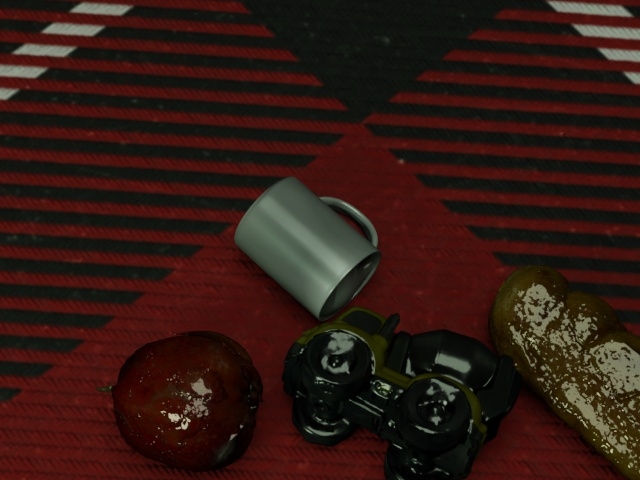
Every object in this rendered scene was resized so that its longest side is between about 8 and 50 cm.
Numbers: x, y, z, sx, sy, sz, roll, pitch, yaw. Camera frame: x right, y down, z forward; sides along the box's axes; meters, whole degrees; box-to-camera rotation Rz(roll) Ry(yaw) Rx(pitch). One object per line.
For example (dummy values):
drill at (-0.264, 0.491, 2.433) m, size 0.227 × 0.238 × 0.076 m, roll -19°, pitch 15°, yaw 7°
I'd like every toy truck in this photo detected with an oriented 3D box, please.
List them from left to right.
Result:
toy truck at (0.082, 0.145, 1.963) m, size 0.224 × 0.147 × 0.165 m, roll 27°, pitch 58°, yaw 12°

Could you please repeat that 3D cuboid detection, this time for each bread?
bread at (0.314, 0.162, 1.997) m, size 0.344 × 0.084 × 0.124 m, roll 43°, pitch 93°, yaw 14°

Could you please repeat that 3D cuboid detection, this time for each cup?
cup at (-0.007, 0.008, 2.053) m, size 0.133 × 0.136 × 0.099 m, roll 41°, pitch 104°, yaw 15°

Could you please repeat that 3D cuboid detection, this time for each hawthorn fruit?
hawthorn fruit at (-0.144, 0.162, 1.944) m, size 0.172 × 0.148 × 0.148 m, roll 1°, pitch 65°, yaw 11°
